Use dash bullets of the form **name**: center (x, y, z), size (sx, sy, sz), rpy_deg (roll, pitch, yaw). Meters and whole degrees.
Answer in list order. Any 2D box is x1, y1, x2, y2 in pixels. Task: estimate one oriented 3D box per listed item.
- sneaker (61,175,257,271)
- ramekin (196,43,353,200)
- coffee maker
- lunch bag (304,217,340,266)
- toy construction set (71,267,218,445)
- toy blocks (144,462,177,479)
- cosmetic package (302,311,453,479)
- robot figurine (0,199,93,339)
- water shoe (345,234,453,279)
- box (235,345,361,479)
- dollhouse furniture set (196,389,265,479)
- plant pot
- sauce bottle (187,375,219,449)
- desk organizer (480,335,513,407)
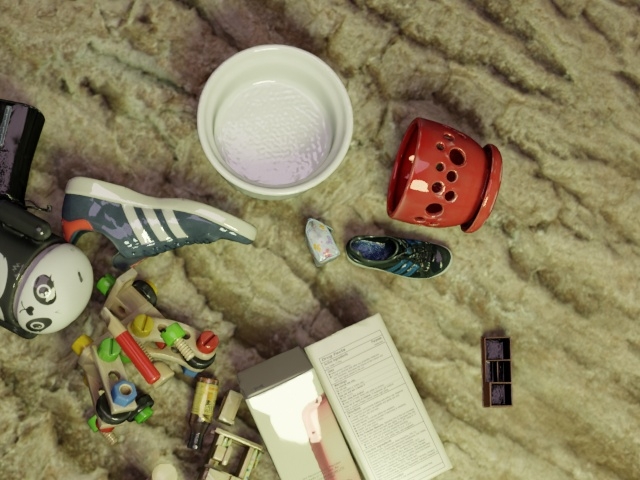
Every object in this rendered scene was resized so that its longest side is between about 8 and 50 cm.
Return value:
- **sneaker**: center (-0.292, -0.008, 1.810), size (0.350, 0.131, 0.148), rpy_deg (12, 87, 3)
- **ramekin**: center (-0.085, -0.204, 1.847), size (0.277, 0.135, 0.277), rpy_deg (1, 81, -6)
- **coffee maker**: center (-0.553, -0.153, 1.820), size (0.171, 0.120, 0.178), rpy_deg (17, 80, -26)
- **lunch bag**: center (0.000, 0.000, 1.853), size (0.053, 0.071, 0.083), rpy_deg (-26, 83, -7)
- **toy construction set**: center (-0.329, 0.159, 1.696), size (0.257, 0.309, 0.237), rpy_deg (-36, 80, -18)
- **toy blocks**: center (-0.270, 0.579, 1.648), size (0.288, 0.260, 0.309), rpy_deg (38, 53, 6)
- **cosmetic package**: center (0.096, 0.293, 1.784), size (0.153, 0.129, 0.296), rpy_deg (-23, 84, -7)
- **robot figurine**: center (-0.525, 0.050, 1.731), size (0.278, 0.209, 0.173), rpy_deg (25, 73, 14)
- **water shoe**: center (0.147, 0.030, 1.856), size (0.203, 0.080, 0.073), rpy_deg (4, 81, -4)
- **box**: center (-0.038, 0.321, 1.724), size (0.127, 0.148, 0.232), rpy_deg (-23, 103, -7)
- **dollhouse furniture set**: center (-0.134, 0.355, 1.730), size (0.101, 0.161, 0.182), rpy_deg (24, 71, -10)
- **plant pot**: center (0.227, -0.110, 1.832), size (0.174, 0.191, 0.191), rpy_deg (15, 80, -5)
- **sauce bottle**: center (-0.210, 0.307, 1.800), size (0.042, 0.042, 0.128), rpy_deg (11, 82, -3)
- **desk organizer**: center (0.323, 0.240, 1.852), size (0.047, 0.050, 0.130), rpy_deg (1, 81, -5)
